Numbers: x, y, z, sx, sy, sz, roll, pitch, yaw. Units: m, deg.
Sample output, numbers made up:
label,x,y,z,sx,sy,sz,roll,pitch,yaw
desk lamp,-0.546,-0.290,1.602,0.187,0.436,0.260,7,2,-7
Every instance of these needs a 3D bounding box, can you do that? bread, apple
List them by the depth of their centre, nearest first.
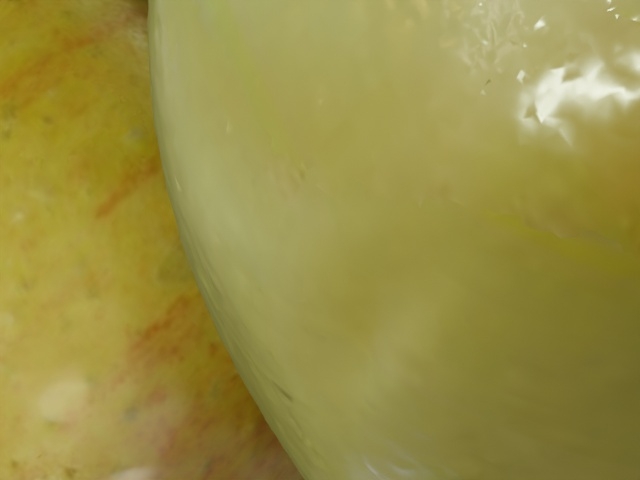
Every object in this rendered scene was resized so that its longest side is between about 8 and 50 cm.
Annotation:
label,x,y,z,sx,sy,sz,roll,pitch,yaw
bread,0.135,-0.019,0.526,0.376,0.348,0.253,67,-173,-47
apple,-0.130,0.025,0.736,0.299,0.275,0.299,48,-178,-3
